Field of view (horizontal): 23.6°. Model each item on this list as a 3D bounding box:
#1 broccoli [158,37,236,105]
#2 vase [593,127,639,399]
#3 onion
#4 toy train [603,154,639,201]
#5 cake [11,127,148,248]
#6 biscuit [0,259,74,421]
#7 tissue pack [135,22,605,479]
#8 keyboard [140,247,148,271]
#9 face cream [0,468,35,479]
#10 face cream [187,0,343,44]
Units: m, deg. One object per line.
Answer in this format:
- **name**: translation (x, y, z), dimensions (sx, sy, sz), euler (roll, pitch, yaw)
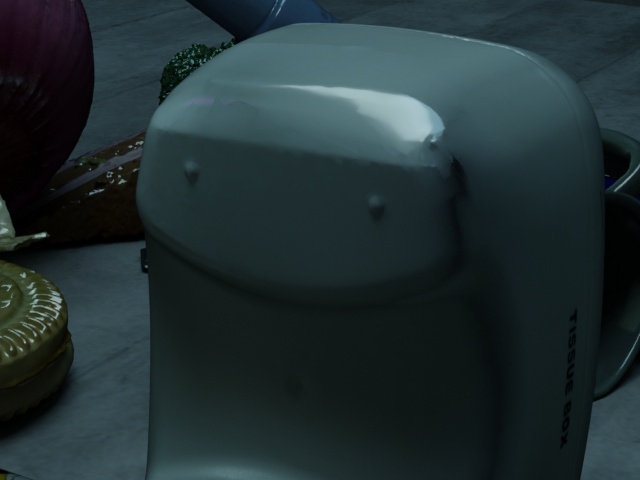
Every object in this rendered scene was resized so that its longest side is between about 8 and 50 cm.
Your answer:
- **broccoli**: translation (-0.091, -0.139, 1.680), dimensions (0.195, 0.195, 0.156), euler (1, -1, -5)
- **vase**: translation (0.148, -0.003, 1.279), dimensions (0.251, 0.156, 0.301), euler (-50, 35, -12)
- **onion**: translation (-0.366, -0.112, 1.336), dimensions (0.358, 0.345, 0.358), euler (-8, -15, -2)
- **toy train**: translation (0.259, -0.025, 1.419), dimensions (0.083, 0.131, 0.204), euler (5, 18, 8)
- **cake**: translation (-0.196, -0.044, 1.521), dimensions (0.295, 0.113, 0.116), euler (-19, 23, -19)
- **biscuit**: translation (-0.302, 0.074, 1.129), dimensions (0.259, 0.079, 0.259), euler (1, 19, 0)
- **tissue pack**: translation (0.037, 0.049, 0.843), dimensions (0.229, 0.333, 0.236), euler (12, 20, 27)
- **keyboard**: translation (-0.091, 0.017, 1.436), dimensions (0.155, 0.010, 0.053), euler (0, 20, -10)
- **face cream**: translation (-0.106, 0.188, 0.769), dimensions (0.349, 0.105, 0.105), euler (13, 21, 28)
- **face cream**: translation (0.013, -0.187, 1.634), dimensions (0.385, 0.086, 0.135), euler (33, 37, -27)
